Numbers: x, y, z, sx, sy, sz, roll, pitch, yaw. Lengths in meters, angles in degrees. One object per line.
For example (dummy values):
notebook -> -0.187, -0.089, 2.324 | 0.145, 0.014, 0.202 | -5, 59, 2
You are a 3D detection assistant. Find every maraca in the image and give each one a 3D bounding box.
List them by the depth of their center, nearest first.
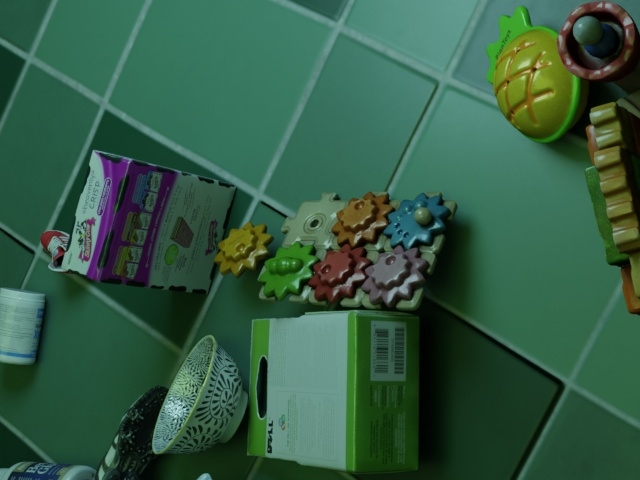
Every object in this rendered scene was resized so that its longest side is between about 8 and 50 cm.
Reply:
maraca -> 0.246, -0.193, 1.450 | 0.186, 0.099, 0.127 | 60, 137, 42

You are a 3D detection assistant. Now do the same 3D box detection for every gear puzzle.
gear puzzle -> 0.000, 0.000, 1.555 | 0.339, 0.044, 0.175 | 1, 55, 37

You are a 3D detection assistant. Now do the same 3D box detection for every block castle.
block castle -> 0.431, -0.063, 1.255 | 0.303, 0.213, 0.453 | -19, 75, 28

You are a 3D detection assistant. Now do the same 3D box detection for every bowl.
bowl -> -0.147, 0.216, 1.631 | 0.170, 0.080, 0.170 | -56, 17, 26

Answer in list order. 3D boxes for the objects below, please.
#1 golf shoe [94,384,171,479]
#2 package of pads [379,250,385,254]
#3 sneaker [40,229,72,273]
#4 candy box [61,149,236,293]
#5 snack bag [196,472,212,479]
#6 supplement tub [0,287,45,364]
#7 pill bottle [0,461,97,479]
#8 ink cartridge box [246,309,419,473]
golf shoe -> -0.265, 0.288, 1.712 | 0.094, 0.077, 0.198 | -3, 57, 62
package of pads -> 0.065, 0.027, 1.570 | 0.083, 0.032, 0.050 | 28, 98, 30
sneaker -> -0.384, 0.015, 1.821 | 0.118, 0.067, 0.042 | 30, 99, 30
candy box -> -0.220, -0.020, 1.630 | 0.071, 0.233, 0.159 | 17, 92, 32
snack bag -> -0.255, 0.465, 1.532 | 0.323, 0.037, 0.343 | -41, 23, 49
supplement tub -> -0.450, 0.127, 1.847 | 0.071, 0.071, 0.107 | 10, 90, 32
pill bottle -> -0.400, 0.364, 1.774 | 0.169, 0.094, 0.094 | -3, 83, 30
ink cartridge box -> 0.010, 0.185, 1.556 | 0.255, 0.097, 0.189 | -8, 80, 58
